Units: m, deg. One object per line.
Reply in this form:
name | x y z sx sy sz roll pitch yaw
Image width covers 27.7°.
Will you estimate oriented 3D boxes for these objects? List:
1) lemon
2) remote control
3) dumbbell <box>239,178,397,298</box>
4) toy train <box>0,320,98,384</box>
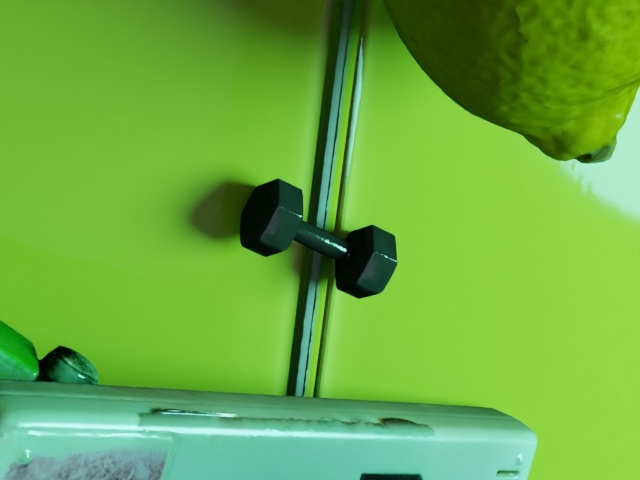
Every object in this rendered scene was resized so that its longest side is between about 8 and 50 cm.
lemon | 0.108 -0.154 0.577 0.187 0.187 0.244 -7 111 -17
remote control | -0.035 0.146 0.639 0.344 0.050 0.145 10 102 -40
dumbbell | 0.000 0.000 0.667 0.083 0.040 0.036 25 129 -24
toy train | -0.210 0.141 0.618 0.119 0.085 0.251 38 89 -19
